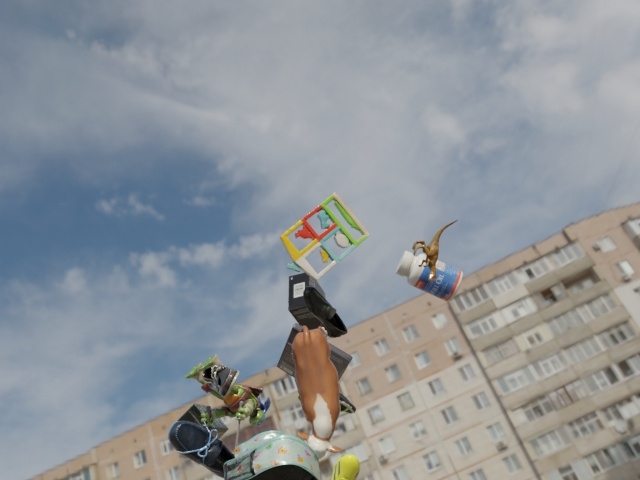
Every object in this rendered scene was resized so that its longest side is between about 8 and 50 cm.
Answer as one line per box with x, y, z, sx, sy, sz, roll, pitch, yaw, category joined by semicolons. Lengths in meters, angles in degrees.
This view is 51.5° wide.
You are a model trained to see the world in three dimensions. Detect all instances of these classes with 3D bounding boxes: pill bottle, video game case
0.387;0.123;2.385;0.221;0.124;0.124;24;-41;2;pill bottle
-0.024;0.370;2.016;0.026;0.196;0.274;-54;-9;-37;video game case

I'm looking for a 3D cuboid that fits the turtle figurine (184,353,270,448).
-0.297;0.496;1.971;0.274;0.266;0.198;-40;6;-16;turtle figurine

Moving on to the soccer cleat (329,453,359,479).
0.060;0.870;2.309;0.093;0.121;0.289;25;-67;-3;soccer cleat

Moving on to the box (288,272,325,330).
-0.048;0.225;2.459;0.093;0.156;0.158;-15;-42;15;box

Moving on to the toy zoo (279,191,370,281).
0.000;0.000;2.209;0.293;0.192;0.030;-39;-1;-18;toy zoo

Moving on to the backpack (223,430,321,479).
-0.093;0.493;1.411;0.188;0.144;0.166;-28;-59;21;backpack

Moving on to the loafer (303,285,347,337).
0.018;0.239;2.245;0.078;0.076;0.223;-13;-59;36;loafer

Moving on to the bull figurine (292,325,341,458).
-0.007;0.346;1.536;0.101;0.311;0.188;-5;1;1;bull figurine

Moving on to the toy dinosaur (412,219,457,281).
0.354;0.025;2.115;0.112;0.212;0.064;14;-5;-2;toy dinosaur

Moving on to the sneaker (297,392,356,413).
0.017;0.579;2.370;0.234;0.084;0.097;31;-90;-23;sneaker

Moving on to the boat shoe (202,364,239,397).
-0.262;0.355;1.707;0.065;0.075;0.206;32;-19;-12;boat shoe

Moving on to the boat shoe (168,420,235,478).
-0.294;0.561;1.796;0.089;0.109;0.258;-8;-40;45;boat shoe

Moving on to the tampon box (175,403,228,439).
-0.435;0.683;2.443;0.101;0.120;0.161;-45;-22;-4;tampon box
